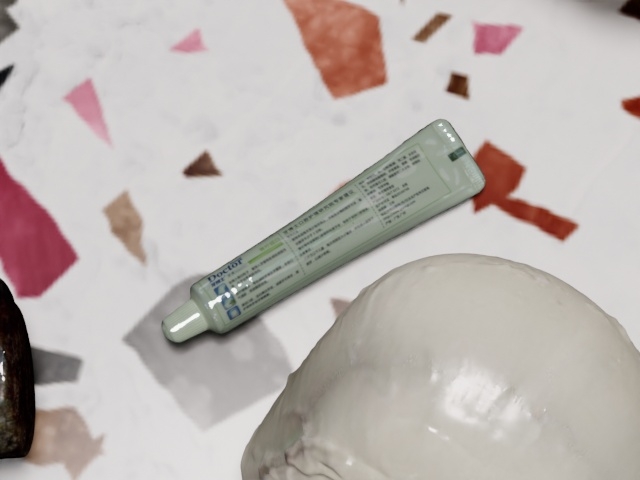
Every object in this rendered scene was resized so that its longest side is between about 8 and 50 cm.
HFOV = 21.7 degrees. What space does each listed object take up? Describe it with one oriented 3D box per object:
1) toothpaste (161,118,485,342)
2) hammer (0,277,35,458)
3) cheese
[{"bbox_3d":[0.000,0.000,0.908,0.197,0.029,0.048,-32,80,-12],"label":"toothpaste"},{"bbox_3d":[-0.260,0.223,0.809,0.242,0.095,0.409,-3,77,-3],"label":"hammer"},{"bbox_3d":[0.075,0.100,0.811,0.198,0.189,0.154,32,44,6],"label":"cheese"}]
